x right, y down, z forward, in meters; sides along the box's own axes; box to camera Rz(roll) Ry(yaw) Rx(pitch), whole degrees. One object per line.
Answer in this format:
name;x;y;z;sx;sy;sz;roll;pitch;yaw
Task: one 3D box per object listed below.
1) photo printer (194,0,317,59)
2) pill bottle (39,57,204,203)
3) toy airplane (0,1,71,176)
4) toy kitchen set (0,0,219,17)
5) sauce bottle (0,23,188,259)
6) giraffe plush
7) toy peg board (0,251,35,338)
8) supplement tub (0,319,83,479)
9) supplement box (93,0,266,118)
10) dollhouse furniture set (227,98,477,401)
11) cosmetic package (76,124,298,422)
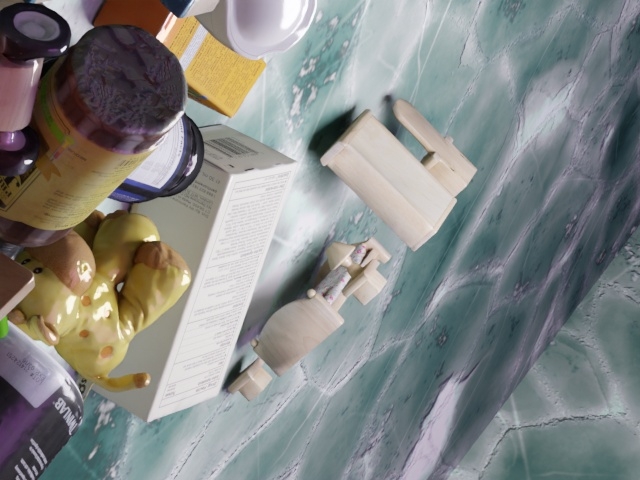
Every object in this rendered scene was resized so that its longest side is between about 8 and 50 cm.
photo printer;-0.086;-0.330;1.560;0.107;0.256;0.307;-17;138;-19
pill bottle;-0.200;-0.102;1.733;0.122;0.123;0.219;-64;159;3
toy airplane;-0.355;-0.054;1.257;0.384;0.272;0.386;166;-58;-82
toy kitchen set;-0.204;-0.193;1.493;0.207;0.166;0.122;-53;163;28
sauce bottle;-0.237;-0.061;1.541;0.111;0.111;0.344;-41;-179;-42
giraffe plush;-0.255;0.051;1.746;0.170;0.181;0.210;34;67;-56
toy peg board;-0.357;0.065;1.536;0.160;0.161;0.079;-48;158;-31
supplement tub;-0.379;0.217;1.616;0.316;0.194;0.193;-52;156;-23
supplement box;-0.140;-0.200;1.814;0.080;0.078;0.233;-62;157;-1
dollhouse furniture set;0.000;0.000;2.399;0.355;0.174;0.303;-42;-175;33
cosmetic package;-0.151;0.034;2.011;0.160;0.113;0.309;-14;128;-61
